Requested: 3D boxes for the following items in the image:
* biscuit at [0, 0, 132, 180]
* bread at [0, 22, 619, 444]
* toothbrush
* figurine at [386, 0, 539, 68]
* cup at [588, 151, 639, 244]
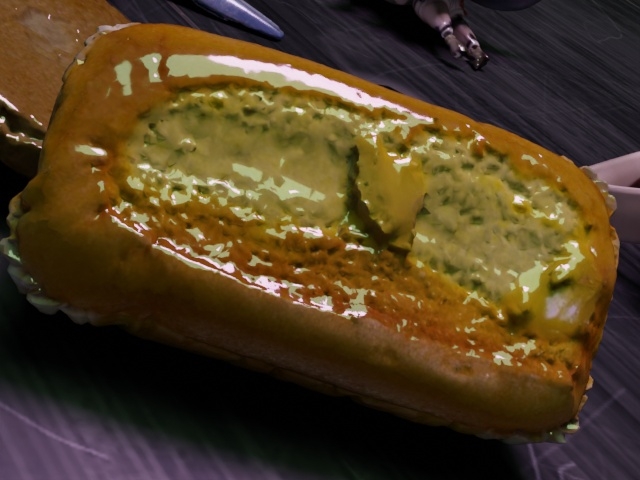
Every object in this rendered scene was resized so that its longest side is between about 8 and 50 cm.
[{"bbox_3d":[-0.156,-0.097,0.732,0.226,0.042,0.226,36,26,-20],"label":"biscuit"},{"bbox_3d":[0.000,0.000,0.614,0.288,0.152,0.119,18,-14,-11],"label":"bread"},{"bbox_3d":[-0.211,-0.285,1.097,0.413,0.042,0.035,31,14,-5],"label":"toothbrush"},{"bbox_3d":[0.114,-0.307,1.321,0.265,0.197,0.175,34,-9,30],"label":"figurine"},{"bbox_3d":[0.354,-0.045,0.928,0.288,0.208,0.273,32,27,18],"label":"cup"}]
